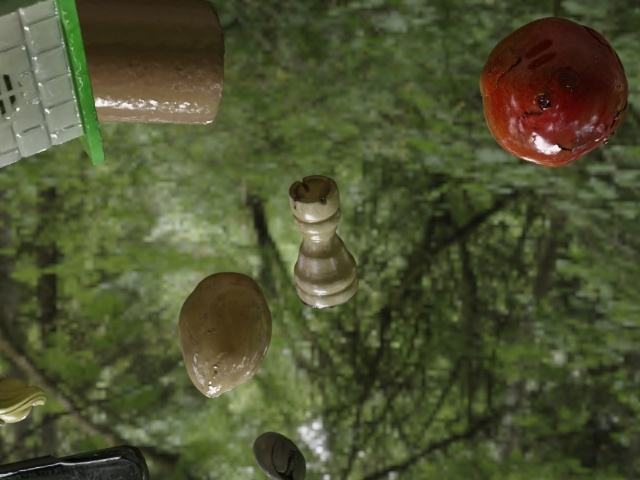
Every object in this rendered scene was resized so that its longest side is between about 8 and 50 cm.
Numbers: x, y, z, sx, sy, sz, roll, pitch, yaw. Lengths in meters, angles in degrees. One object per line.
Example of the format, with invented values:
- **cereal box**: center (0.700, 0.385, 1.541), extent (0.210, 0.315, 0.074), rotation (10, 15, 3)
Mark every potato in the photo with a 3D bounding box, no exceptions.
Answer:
- **potato**: center (-0.110, 0.109, 1.488), extent (0.112, 0.147, 0.112), rotation (9, -169, -2)

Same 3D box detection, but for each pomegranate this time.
- **pomegranate**: center (0.321, -0.211, 1.774), extent (0.210, 0.210, 0.235), rotation (-1, -163, -17)

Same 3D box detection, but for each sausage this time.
- **sausage**: center (-0.223, -0.169, 1.163), extent (0.253, 0.123, 0.123), rotation (-1, -176, -18)

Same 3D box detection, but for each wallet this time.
- **wallet**: center (-0.364, 0.353, 1.580), extent (0.318, 0.172, 0.045), rotation (-10, -159, -1)

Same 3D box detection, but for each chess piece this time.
- **chess piece**: center (0.000, 0.000, 1.220), extent (0.066, 0.122, 0.066), rotation (-6, -143, 4)

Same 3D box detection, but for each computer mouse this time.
- **computer mouse**: center (-0.044, 0.251, 1.455), extent (0.066, 0.039, 0.096), rotation (38, -178, -18)

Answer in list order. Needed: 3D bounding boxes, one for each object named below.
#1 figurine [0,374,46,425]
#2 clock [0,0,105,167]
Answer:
- **figurine**: center (-0.477, 0.227, 1.752), extent (0.187, 0.083, 0.083), rotation (3, -178, -33)
- **clock**: center (-0.287, -0.105, 0.820), extent (0.255, 0.106, 0.219), rotation (-23, 154, -16)
